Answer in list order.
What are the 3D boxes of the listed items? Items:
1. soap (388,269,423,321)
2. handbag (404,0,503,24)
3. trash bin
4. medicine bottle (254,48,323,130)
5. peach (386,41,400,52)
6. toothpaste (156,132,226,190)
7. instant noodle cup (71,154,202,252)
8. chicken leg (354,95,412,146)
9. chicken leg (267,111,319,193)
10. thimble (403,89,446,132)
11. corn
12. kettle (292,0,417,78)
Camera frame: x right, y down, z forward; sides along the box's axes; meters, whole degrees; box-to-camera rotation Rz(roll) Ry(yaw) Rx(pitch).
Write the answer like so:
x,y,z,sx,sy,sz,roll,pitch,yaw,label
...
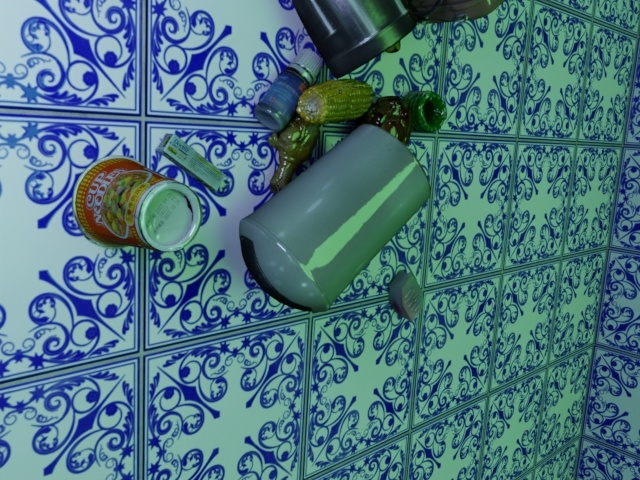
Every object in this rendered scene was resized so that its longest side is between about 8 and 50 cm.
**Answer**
x,y,z,sx,sy,sz,roll,pitch,yaw,label
0.267,0.177,1.931,0.100,0.056,0.149,-48,128,-23,soap
0.346,-0.667,1.641,0.283,0.302,0.149,-47,127,-19,handbag
0.021,-0.040,1.432,0.432,0.280,0.280,-43,128,-15,trash bin
-0.071,-0.354,1.452,0.083,0.084,0.203,49,63,-39,medicine bottle
0.177,-0.543,1.671,0.083,0.050,0.077,30,55,-54,peach
-0.272,-0.166,1.332,0.164,0.034,0.046,39,73,-43,toothpaste
-0.333,-0.057,1.172,0.193,0.212,0.193,-13,109,-42,instant noodle cup
0.147,-0.231,1.655,0.211,0.140,0.360,42,66,-51,chicken leg
-0.075,-0.212,1.489,0.103,0.088,0.227,34,82,-54,chicken leg
0.297,-0.374,1.803,0.118,0.090,0.130,-50,129,-22,thimble
0.037,-0.333,1.493,0.318,0.115,0.115,-30,122,-60,corn
0.062,-0.593,1.436,0.324,0.228,0.321,55,50,-17,kettle
